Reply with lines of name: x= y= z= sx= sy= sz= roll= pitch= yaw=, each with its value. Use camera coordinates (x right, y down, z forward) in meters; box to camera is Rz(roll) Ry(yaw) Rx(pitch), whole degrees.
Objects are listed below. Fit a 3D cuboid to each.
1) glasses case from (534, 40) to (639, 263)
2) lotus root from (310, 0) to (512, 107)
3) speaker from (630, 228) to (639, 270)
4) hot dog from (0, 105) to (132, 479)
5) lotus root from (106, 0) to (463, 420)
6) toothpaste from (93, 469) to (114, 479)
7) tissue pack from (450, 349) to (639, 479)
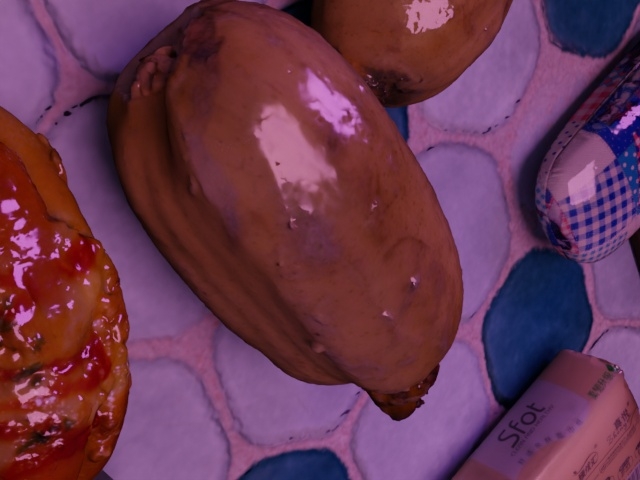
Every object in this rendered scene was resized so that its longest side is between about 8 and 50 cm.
glasses case: x=0.319 y=-0.114 z=0.812 sx=0.327 sy=0.076 sz=0.125 roll=-46 pitch=123 yaw=-20
lotus root: x=0.060 y=-0.159 z=0.583 sx=0.125 sy=0.118 sz=0.221 roll=44 pitch=75 yaw=-20
speaker: x=0.467 y=-0.034 z=0.896 sx=0.231 sy=0.153 sz=0.192 roll=-43 pitch=123 yaw=-21
hot dog: x=-0.183 y=0.055 z=0.423 sx=0.150 sy=0.153 sz=0.257 roll=-14 pitch=110 yaw=-34
lotus root: x=0.000 y=0.000 z=0.539 sx=0.343 sy=0.169 sz=0.151 roll=52 pitch=54 yaw=-36
toothpaste: x=-0.257 y=0.237 z=0.461 sx=0.336 sy=0.081 sz=0.067 roll=-27 pitch=113 yaw=-30
tissue pack: x=0.224 y=0.241 z=0.823 sx=0.222 sy=0.090 sz=0.186 roll=-43 pitch=126 yaw=-19
